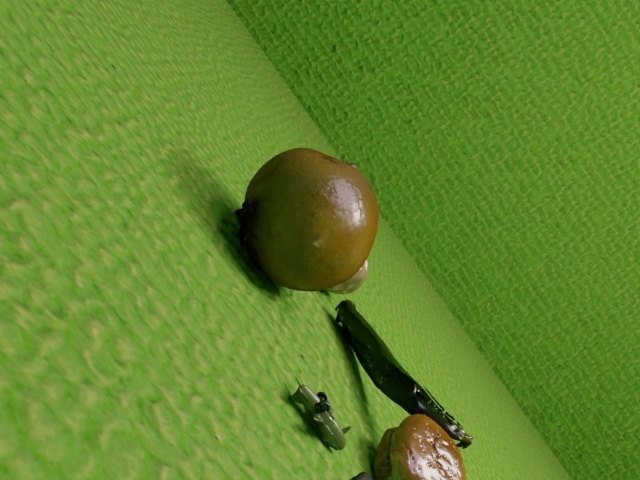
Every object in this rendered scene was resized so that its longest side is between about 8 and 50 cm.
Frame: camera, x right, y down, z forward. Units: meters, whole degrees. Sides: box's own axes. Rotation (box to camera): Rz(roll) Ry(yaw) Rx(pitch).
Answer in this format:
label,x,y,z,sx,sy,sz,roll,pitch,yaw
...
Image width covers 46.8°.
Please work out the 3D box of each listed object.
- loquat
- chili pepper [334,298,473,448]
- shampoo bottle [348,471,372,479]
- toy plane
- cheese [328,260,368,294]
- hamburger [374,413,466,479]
label,x,y,z,sx,sy,sz,roll,pitch,yaw
loquat,-0.025,-0.032,1.174,0.244,0.244,0.244,52,12,-15
chili pepper,0.124,0.229,1.266,0.359,0.076,0.085,48,-25,47
shampoo bottle,0.082,0.364,0.896,0.165,0.040,0.080,56,9,11
toy plane,0.001,0.227,0.961,0.111,0.040,0.102,51,1,-11
cheese,0.000,0.000,1.451,0.226,0.117,0.214,42,20,-33
hamburger,0.150,0.335,1.086,0.138,0.083,0.147,48,34,-8
